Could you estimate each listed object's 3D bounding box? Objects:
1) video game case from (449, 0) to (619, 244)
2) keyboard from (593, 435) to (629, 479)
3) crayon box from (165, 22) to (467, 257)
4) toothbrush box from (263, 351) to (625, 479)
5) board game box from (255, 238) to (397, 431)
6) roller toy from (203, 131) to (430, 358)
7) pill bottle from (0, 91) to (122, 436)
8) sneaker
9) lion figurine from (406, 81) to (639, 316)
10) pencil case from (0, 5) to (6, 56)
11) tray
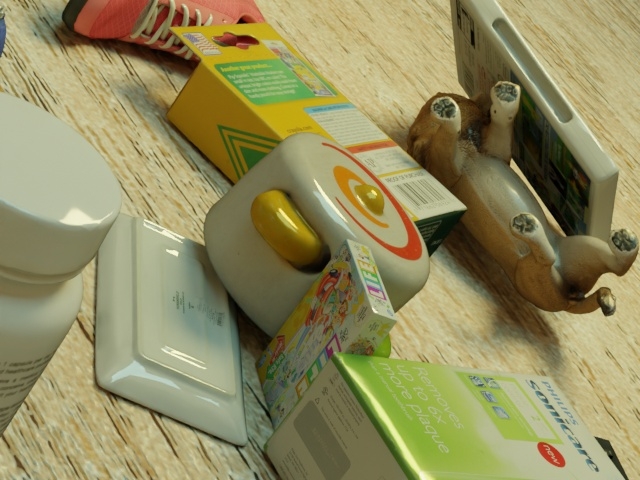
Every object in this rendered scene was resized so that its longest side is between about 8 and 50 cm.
[{"bbox_3d":[0.248,-0.140,2.166,0.300,0.036,0.329,57,-4,17],"label":"video game case"},{"bbox_3d":[0.313,0.300,1.752,0.201,0.033,0.317,21,30,-29],"label":"keyboard"},{"bbox_3d":[-0.020,-0.100,1.972,0.323,0.083,0.203,45,26,17],"label":"crayon box"},{"bbox_3d":[0.125,0.216,1.560,0.283,0.122,0.206,12,34,-43],"label":"toothbrush box"},{"bbox_3d":[0.003,0.088,1.589,0.026,0.154,0.103,21,28,-28],"label":"board game box"},{"bbox_3d":[0.000,0.000,1.710,0.209,0.146,0.191,37,22,-28],"label":"roller toy"},{"bbox_3d":[-0.252,0.051,1.186,0.160,0.283,0.160,28,26,-15],"label":"pill bottle"},{"bbox_3d":[-0.155,-0.255,2.039,0.136,0.116,0.314,45,26,16],"label":"sneaker"},{"bbox_3d":[0.213,-0.029,2.054,0.142,0.240,0.392,-21,63,-12],"label":"lion figurine"},{"bbox_3d":[-0.341,-0.127,1.569,0.119,0.133,0.306,57,16,-27],"label":"pencil case"},{"bbox_3d":[-0.126,0.064,1.619,0.145,0.030,0.270,26,27,-21],"label":"tray"}]
